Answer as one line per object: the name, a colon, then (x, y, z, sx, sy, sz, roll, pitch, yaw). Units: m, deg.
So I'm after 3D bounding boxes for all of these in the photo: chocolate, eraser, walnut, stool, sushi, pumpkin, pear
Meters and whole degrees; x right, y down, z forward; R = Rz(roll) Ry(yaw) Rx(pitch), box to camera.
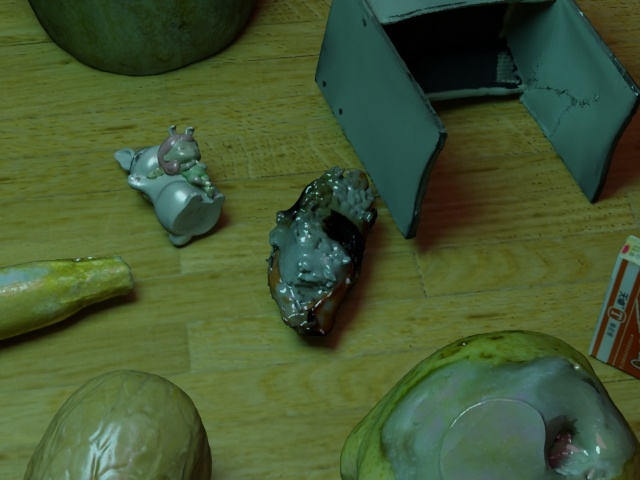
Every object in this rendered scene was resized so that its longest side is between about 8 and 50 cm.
chocolate: (-0.298, 0.060, 1.390, 0.219, 0.086, 0.086, -11, 52, -15)
eraser: (0.377, 0.101, 1.315, 0.230, 0.157, 0.038, 25, 52, 18)
walnut: (-0.178, 0.214, 1.206, 0.165, 0.165, 0.197, 17, 63, 12)
stool: (0.162, -0.170, 1.503, 0.243, 0.170, 0.270, -12, 53, -22)
sushi: (-0.001, -0.003, 1.427, 0.097, 0.103, 0.226, 14, 44, 8)
pumpkin: (-0.219, -0.345, 1.653, 0.332, 0.199, 0.332, -1, 43, 1)
pear: (0.147, 0.211, 1.185, 0.271, 0.271, 0.271, 1, 51, -1)

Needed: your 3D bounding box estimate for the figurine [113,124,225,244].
figurine: (-0.157, -0.076, 1.494, 0.098, 0.081, 0.146, -43, 56, 12)
